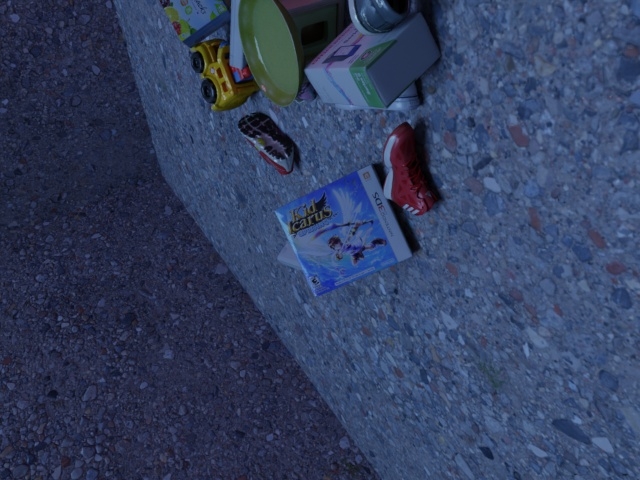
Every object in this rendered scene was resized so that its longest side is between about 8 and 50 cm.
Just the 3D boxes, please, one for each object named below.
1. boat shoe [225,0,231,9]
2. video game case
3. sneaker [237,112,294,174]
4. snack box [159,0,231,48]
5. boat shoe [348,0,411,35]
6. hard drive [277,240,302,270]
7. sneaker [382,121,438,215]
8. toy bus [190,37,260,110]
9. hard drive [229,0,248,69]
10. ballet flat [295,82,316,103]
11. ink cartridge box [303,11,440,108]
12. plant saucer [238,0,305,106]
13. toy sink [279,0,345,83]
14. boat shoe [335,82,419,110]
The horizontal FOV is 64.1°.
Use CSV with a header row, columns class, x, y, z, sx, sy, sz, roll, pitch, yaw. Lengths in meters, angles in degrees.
class,x,y,z,sx,sy,sz,roll,pitch,yaw
boat shoe,-0.219,-0.664,1.415,0.178,0.064,0.060,39,152,57
video game case,0.057,-0.022,1.263,0.244,0.269,0.061,65,-167,-3
sneaker,-0.179,-0.308,1.655,0.279,0.107,0.118,52,164,32
snack box,-0.387,-0.727,1.553,0.207,0.174,0.070,62,-169,4
boat shoe,0.095,-0.501,0.811,0.099,0.116,0.320,24,123,61
hard drive,0.000,0.000,1.483,0.040,0.203,0.307,40,167,-26
sneaker,0.202,-0.139,1.071,0.128,0.087,0.221,40,161,27
toy bus,-0.284,-0.542,1.594,0.211,0.149,0.220,-11,102,53
hard drive,-0.146,-0.598,1.151,0.047,0.233,0.353,19,151,-3
ballet flat,-0.082,-0.409,1.389,0.221,0.077,0.079,30,160,52
ink cartridge box,0.090,-0.335,0.962,0.093,0.154,0.212,51,167,-32
plant saucer,-0.098,-0.404,1.072,0.241,0.037,0.241,45,151,34
toy sink,-0.040,-0.441,1.152,0.131,0.152,0.234,47,151,33
boat shoe,0.116,-0.314,1.067,0.226,0.083,0.076,16,118,45
